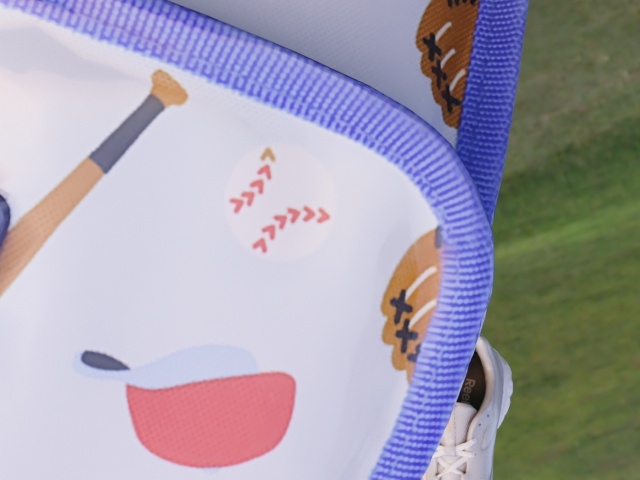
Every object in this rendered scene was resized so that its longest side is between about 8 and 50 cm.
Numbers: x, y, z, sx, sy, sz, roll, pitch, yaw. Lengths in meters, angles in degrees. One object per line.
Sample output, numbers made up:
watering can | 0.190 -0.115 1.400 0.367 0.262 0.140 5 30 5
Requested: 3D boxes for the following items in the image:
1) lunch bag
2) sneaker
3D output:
lunch bag | -0.113 -0.054 0.438 0.328 0.385 0.239 20 153 -9
sneaker | 0.124 0.209 1.313 0.099 0.262 0.121 1 157 14
